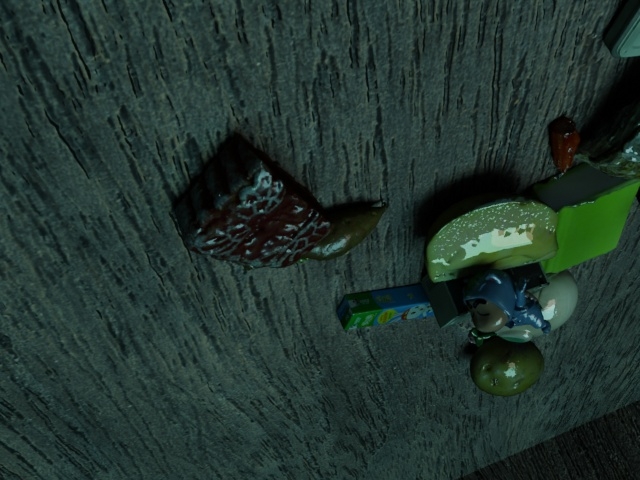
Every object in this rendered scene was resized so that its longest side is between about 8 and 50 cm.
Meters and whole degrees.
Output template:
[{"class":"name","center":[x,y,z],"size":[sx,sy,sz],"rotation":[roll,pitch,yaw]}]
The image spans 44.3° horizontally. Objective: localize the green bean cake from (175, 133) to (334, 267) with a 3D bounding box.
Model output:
[{"class":"green bean cake","center":[-0.083,-0.045,1.180],"size":[0.198,0.097,0.232],"rotation":[-42,144,25]}]

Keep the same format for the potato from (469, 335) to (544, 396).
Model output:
[{"class":"potato","center":[0.499,0.326,2.064],"size":[0.174,0.159,0.251],"rotation":[-18,166,38]}]

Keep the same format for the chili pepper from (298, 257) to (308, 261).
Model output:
[{"class":"chili pepper","center":[-0.058,0.026,1.366],"size":[0.091,0.030,0.034],"rotation":[-9,170,-21]}]

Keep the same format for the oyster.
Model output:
[{"class":"oyster","center":[0.581,-0.211,1.334],"size":[0.162,0.158,0.351],"rotation":[42,133,-15]}]

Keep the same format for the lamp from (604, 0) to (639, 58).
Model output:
[{"class":"lamp","center":[0.588,-0.391,1.175],"size":[0.269,0.047,0.267],"rotation":[-11,149,-22]}]

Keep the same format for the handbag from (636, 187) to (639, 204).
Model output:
[{"class":"handbag","center":[0.773,-0.120,1.517],"size":[0.247,0.240,0.341],"rotation":[8,136,-44]}]

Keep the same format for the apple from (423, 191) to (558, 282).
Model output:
[{"class":"apple","center":[0.309,-0.030,1.445],"size":[0.264,0.120,0.193],"rotation":[-11,141,-7]}]

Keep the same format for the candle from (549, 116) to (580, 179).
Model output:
[{"class":"candle","center":[0.438,-0.158,1.414],"size":[0.053,0.048,0.162],"rotation":[0,154,16]}]

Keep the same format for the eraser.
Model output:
[{"class":"eraser","center":[0.517,-0.044,1.596],"size":[0.210,0.092,0.274],"rotation":[-22,149,-3]}]

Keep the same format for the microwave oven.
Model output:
[{"class":"microwave oven","center":[0.326,0.078,1.588],"size":[0.204,0.129,0.163],"rotation":[-18,165,-11]}]

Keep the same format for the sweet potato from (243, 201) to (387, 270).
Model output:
[{"class":"sweet potato","center":[-0.002,0.002,1.324],"size":[0.269,0.075,0.075],"rotation":[-22,148,-6]}]

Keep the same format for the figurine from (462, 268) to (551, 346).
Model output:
[{"class":"figurine","center":[0.337,0.137,1.450],"size":[0.178,0.114,0.145],"rotation":[25,85,-18]}]

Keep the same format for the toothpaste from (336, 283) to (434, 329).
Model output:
[{"class":"toothpaste","center":[0.166,0.135,1.654],"size":[0.266,0.050,0.065],"rotation":[-6,146,-26]}]

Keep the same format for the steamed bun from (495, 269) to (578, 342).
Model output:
[{"class":"steamed bun","center":[0.472,0.151,1.769],"size":[0.228,0.131,0.177],"rotation":[-27,176,19]}]
